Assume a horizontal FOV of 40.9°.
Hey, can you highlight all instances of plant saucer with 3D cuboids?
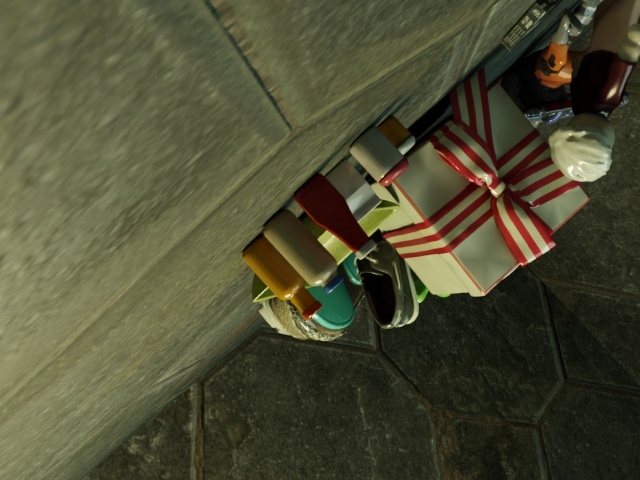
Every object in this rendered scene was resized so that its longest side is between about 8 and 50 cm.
[{"bbox_3d":[0.000,0.000,1.178,0.188,0.045,0.188,-43,165,23],"label":"plant saucer"}]

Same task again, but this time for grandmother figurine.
[{"bbox_3d":[0.405,-0.248,1.201,0.208,0.104,0.342,50,57,-82],"label":"grandmother figurine"}]

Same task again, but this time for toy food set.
[{"bbox_3d":[0.031,-0.025,0.927,0.232,0.104,0.111,-42,176,-4],"label":"toy food set"}]

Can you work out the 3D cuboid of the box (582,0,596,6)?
[{"bbox_3d":[0.378,-0.364,1.029,0.183,0.059,0.233,-44,177,24],"label":"box"}]

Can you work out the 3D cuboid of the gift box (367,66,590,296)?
[{"bbox_3d":[0.230,-0.089,1.304,0.276,0.255,0.258,-45,-175,-11],"label":"gift box"}]

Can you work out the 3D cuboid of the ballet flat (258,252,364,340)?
[{"bbox_3d":[-0.005,0.076,1.502,0.182,0.164,0.483,-26,-174,25],"label":"ballet flat"}]

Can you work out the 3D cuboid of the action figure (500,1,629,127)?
[{"bbox_3d":[0.497,-0.342,1.709,0.341,0.178,0.330,-11,165,-31],"label":"action figure"}]

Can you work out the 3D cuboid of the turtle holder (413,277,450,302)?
[{"bbox_3d":[0.260,-0.043,1.592,0.228,0.243,0.320,-10,-158,-1],"label":"turtle holder"}]

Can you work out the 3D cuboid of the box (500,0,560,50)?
[{"bbox_3d":[0.284,-0.296,1.136,0.067,0.018,0.083,-40,176,-34],"label":"box"}]

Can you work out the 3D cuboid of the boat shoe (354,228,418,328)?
[{"bbox_3d":[0.095,0.032,1.421,0.084,0.233,0.079,-22,173,41],"label":"boat shoe"}]
